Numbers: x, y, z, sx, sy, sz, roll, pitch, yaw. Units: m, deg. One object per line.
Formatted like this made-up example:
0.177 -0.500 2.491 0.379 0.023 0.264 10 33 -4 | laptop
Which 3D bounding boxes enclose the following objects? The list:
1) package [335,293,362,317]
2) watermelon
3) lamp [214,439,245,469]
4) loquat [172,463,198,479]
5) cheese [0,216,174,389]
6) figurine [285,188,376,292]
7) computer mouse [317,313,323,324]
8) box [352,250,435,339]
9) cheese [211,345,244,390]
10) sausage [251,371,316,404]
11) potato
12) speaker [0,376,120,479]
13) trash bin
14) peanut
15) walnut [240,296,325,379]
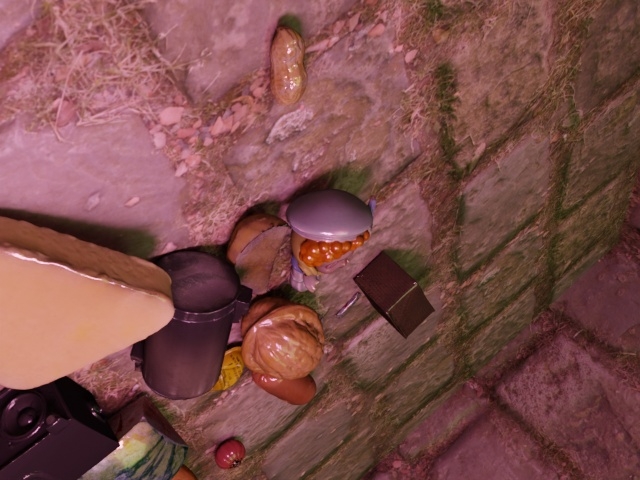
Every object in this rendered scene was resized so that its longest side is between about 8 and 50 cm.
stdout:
0.093 0.216 2.075 0.110 0.015 0.037 -47 152 4 | package
-0.482 0.533 1.599 0.213 0.201 0.262 -39 132 -4 | watermelon
-0.302 0.717 2.105 0.107 0.092 0.107 -31 145 -24 | lamp
-0.482 0.772 1.766 0.328 0.328 0.328 -29 143 -24 | loquat
-0.514 0.147 1.189 0.384 0.104 0.384 -10 134 -11 | cheese
-0.023 0.016 1.605 0.224 0.205 0.382 -29 162 -41 | figurine
-0.024 0.281 1.993 0.096 0.039 0.066 -48 147 3 | computer mouse
0.244 0.184 2.053 0.143 0.184 0.273 -43 147 -3 | box
-0.242 0.344 1.801 0.250 0.064 0.156 -39 148 -28 | cheese
-0.113 0.444 1.997 0.121 0.121 0.304 -44 148 -3 | sausage
-0.173 0.031 1.510 0.138 0.098 0.243 -13 138 -38 | potato
-0.614 0.426 1.372 0.232 0.184 0.254 -37 148 -12 | speaker
-0.303 0.200 1.450 0.252 0.203 0.301 12 127 -7 | trash bin
-0.062 -0.343 1.249 0.080 0.080 0.174 -29 144 -24 | peanut
-0.110 0.267 1.718 0.257 0.224 0.257 -22 139 -20 | walnut
